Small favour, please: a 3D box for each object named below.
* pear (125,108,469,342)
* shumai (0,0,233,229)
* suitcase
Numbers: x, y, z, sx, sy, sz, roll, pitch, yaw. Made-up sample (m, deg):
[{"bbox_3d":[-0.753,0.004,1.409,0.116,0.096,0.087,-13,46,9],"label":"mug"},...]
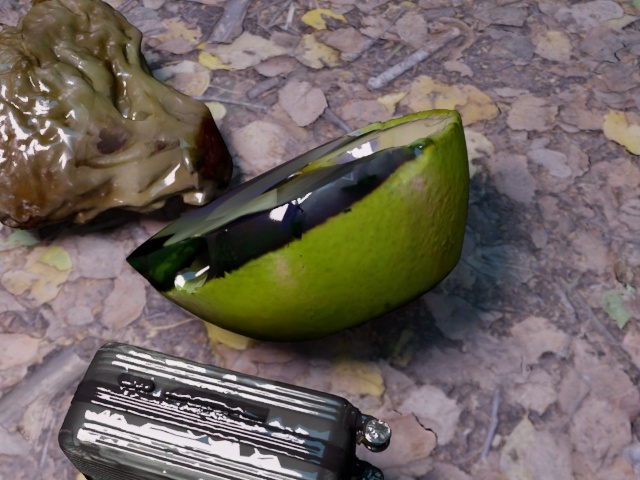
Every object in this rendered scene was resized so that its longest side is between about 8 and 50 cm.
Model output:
[{"bbox_3d":[0.004,0.001,0.919,0.398,0.399,0.165,-29,101,-15],"label":"pear"},{"bbox_3d":[-0.266,-0.155,1.038,0.283,0.217,0.346,11,57,17],"label":"shumai"},{"bbox_3d":[-0.092,0.217,0.820,0.312,0.202,0.128,13,59,9],"label":"suitcase"}]
